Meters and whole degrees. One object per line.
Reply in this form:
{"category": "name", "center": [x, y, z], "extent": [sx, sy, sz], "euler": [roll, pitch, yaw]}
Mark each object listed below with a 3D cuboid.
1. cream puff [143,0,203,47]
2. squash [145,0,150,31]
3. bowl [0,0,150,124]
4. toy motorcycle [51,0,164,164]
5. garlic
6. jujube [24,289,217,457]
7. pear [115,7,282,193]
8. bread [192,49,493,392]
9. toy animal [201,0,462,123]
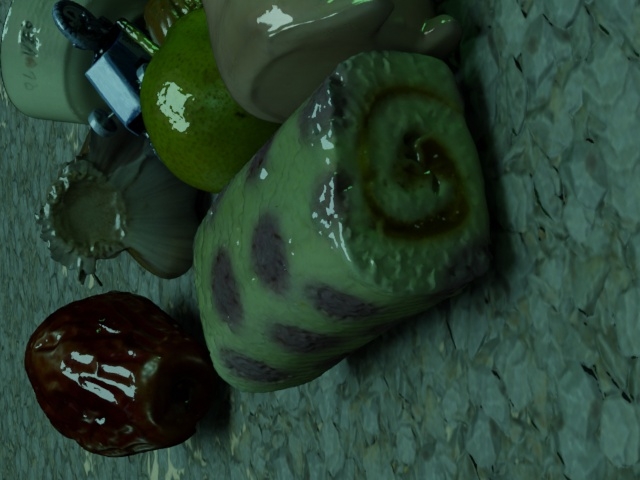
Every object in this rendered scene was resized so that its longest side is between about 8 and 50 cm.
{"category": "cream puff", "center": [-0.121, -0.213, 1.411], "extent": [0.144, 0.103, 0.126], "euler": [59, 169, 25]}
{"category": "squash", "center": [-0.170, -0.257, 1.568], "extent": [0.069, 0.069, 0.258], "euler": [-125, 40, -50]}
{"category": "bowl", "center": [-0.267, -0.239, 1.633], "extent": [0.126, 0.238, 0.238], "euler": [25, 121, 22]}
{"category": "toy motorcycle", "center": [-0.194, -0.167, 1.488], "extent": [0.092, 0.135, 0.254], "euler": [-41, 82, 25]}
{"category": "garlic", "center": [-0.261, -0.016, 1.598], "extent": [0.257, 0.207, 0.207], "euler": [-49, 46, 33]}
{"category": "jujube", "center": [-0.238, 0.159, 1.613], "extent": [0.290, 0.197, 0.197], "euler": [8, 99, 52]}
{"category": "pear", "center": [-0.100, -0.143, 1.248], "extent": [0.180, 0.216, 0.166], "euler": [-64, 9, -29]}
{"category": "bread", "center": [0.000, 0.000, 1.107], "extent": [0.338, 0.155, 0.187], "euler": [139, 123, -62]}
{"category": "toy animal", "center": [-0.019, -0.220, 1.096], "extent": [0.213, 0.195, 0.256], "euler": [-42, 50, 42]}
